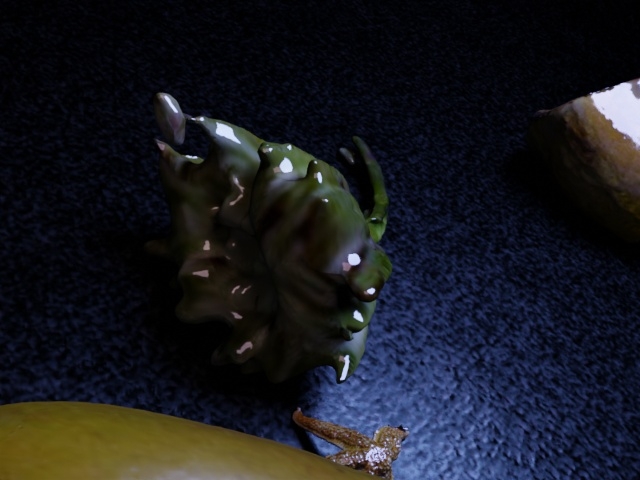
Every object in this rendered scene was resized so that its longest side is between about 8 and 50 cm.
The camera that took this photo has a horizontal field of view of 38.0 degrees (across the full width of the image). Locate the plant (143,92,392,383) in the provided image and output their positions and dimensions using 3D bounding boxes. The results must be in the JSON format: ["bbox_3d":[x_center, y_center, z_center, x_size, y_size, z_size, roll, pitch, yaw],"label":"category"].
[{"bbox_3d":[0.023,-0.021,0.794,0.333,0.180,0.251,-19,68,-44],"label":"plant"}]

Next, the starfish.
[{"bbox_3d":[0.034,0.160,0.694,0.133,0.041,0.130,42,41,18],"label":"starfish"}]

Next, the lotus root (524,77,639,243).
[{"bbox_3d":[0.352,-0.086,1.062,0.188,0.199,0.180,-21,85,2],"label":"lotus root"}]

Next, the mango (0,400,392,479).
[{"bbox_3d":[-0.057,0.224,0.440,0.446,0.232,0.300,10,41,-34],"label":"mango"}]
